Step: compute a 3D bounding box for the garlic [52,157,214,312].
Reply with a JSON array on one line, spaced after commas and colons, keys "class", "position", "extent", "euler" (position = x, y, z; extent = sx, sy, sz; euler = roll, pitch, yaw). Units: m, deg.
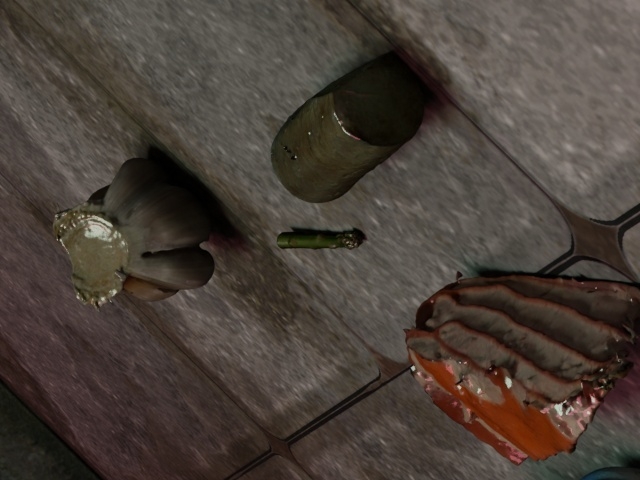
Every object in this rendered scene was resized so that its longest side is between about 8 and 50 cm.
[{"class": "garlic", "position": [-0.147, 0.002, 1.772], "extent": [0.131, 0.127, 0.194], "euler": [59, -168, 15]}]

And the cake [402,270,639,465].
[{"class": "cake", "position": [0.140, 0.080, 1.328], "extent": [0.135, 0.098, 0.287], "euler": [46, 162, -3]}]

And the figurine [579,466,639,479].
[{"class": "figurine", "position": [0.223, 0.206, 1.450], "extent": [0.114, 0.114, 0.079], "euler": [23, 108, 48]}]

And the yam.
[{"class": "yam", "position": [0.014, -0.073, 1.315], "extent": [0.068, 0.068, 0.169], "euler": [45, 161, -1]}]

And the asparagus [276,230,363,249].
[{"class": "asparagus", "position": [0.000, 0.000, 1.577], "extent": [0.127, 0.018, 0.015], "euler": [-1, 92, 61]}]
